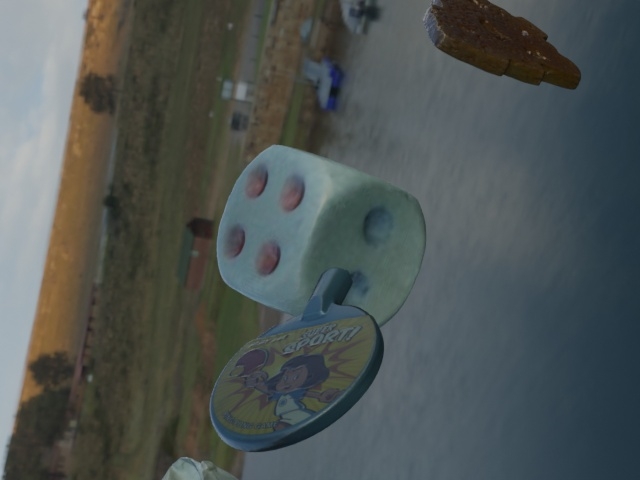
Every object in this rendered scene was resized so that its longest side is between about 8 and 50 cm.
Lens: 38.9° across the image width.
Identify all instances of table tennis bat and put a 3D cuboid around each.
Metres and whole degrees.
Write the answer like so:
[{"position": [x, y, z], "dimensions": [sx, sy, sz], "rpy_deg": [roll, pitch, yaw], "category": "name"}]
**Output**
[{"position": [-0.018, 0.132, 1.088], "dimensions": [0.044, 0.215, 0.329], "rpy_deg": [64, -154, -23], "category": "table tennis bat"}]

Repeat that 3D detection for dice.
[{"position": [0.000, 0.000, 1.568], "dimensions": [0.268, 0.265, 0.262], "rpy_deg": [21, 91, 51], "category": "dice"}]

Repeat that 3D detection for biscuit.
[{"position": [0.257, -0.317, 1.423], "dimensions": [0.278, 0.301, 0.043], "rpy_deg": [47, 127, 25], "category": "biscuit"}]

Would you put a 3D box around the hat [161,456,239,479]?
[{"position": [-0.135, 0.485, 1.410], "dimensions": [0.168, 0.301, 0.258], "rpy_deg": [-42, 24, -4], "category": "hat"}]
